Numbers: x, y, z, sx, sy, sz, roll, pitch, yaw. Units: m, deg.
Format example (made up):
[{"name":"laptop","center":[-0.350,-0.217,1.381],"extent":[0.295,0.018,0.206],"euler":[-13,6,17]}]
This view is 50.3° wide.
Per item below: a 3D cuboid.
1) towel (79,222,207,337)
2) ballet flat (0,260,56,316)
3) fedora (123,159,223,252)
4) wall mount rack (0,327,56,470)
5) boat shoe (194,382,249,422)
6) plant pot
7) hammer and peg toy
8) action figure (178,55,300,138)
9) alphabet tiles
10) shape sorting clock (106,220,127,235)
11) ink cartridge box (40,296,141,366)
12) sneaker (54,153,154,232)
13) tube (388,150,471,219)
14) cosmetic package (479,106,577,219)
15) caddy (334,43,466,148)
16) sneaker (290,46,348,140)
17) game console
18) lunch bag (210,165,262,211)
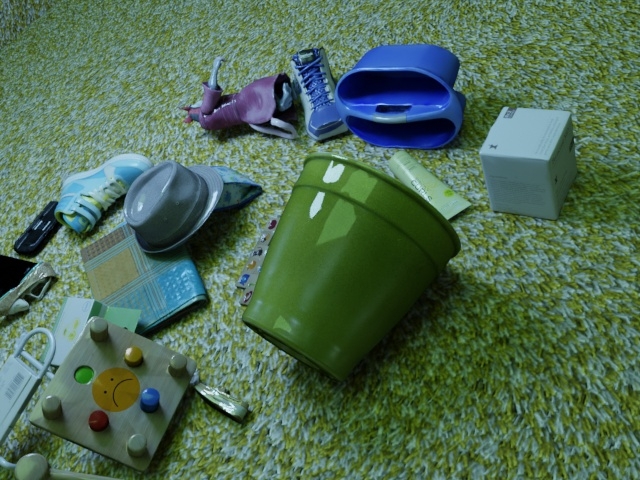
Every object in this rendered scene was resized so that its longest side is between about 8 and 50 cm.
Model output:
[{"name":"towel","center":[-0.456,0.087,1.730],"extent":[0.271,0.040,0.370],"euler":[-30,50,-4]},{"name":"ballet flat","center":[-0.798,0.145,1.841],"extent":[0.067,0.073,0.206],"euler":[38,70,4]},{"name":"fedora","center":[-0.391,-0.106,1.713],"extent":[0.275,0.124,0.244],"euler":[-47,49,-1]},{"name":"wall mount rack","center":[-0.691,0.348,1.532],"extent":[0.304,0.130,0.350],"euler":[25,81,35]},{"name":"boat shoe","center":[-0.204,0.329,1.416],"extent":[0.135,0.050,0.045],"euler":[26,60,28]},{"name":"plant pot","center":[0.032,0.074,1.357],"extent":[0.366,0.366,0.353],"euler":[22,73,37]},{"name":"hammer and peg toy","center":[-0.431,0.355,1.376],"extent":[0.266,0.127,0.361],"euler":[24,56,-3]},{"name":"action figure","center":[-0.241,-0.379,2.021],"extent":[0.370,0.248,0.275],"euler":[-12,73,13]},{"name":"alphabet tiles","center":[-0.099,0.054,1.605],"extent":[0.198,0.009,0.237],"euler":[8,64,40]},{"name":"shape sorting clock","center":[-0.522,0.010,1.857],"extent":[0.206,0.040,0.206],"euler":[-13,45,14]},{"name":"ink cartridge box","center":[-0.545,0.226,1.611],"extent":[0.235,0.056,0.171],"euler":[0,66,36]},{"name":"sneaker","center":[-0.628,-0.122,1.971],"extent":[0.319,0.127,0.208],"euler":[-19,42,22]},{"name":"tube","center":[0.251,-0.130,1.622],"extent":[0.240,0.062,0.070],"euler":[53,123,40]},{"name":"cosmetic package","center":[0.451,-0.167,1.471],"extent":[0.151,0.183,0.151],"euler":[12,56,33]},{"name":"caddy","center":[0.204,-0.351,1.718],"extent":[0.341,0.241,0.179],"euler":[7,47,30]},{"name":"sneaker","center":[-0.019,-0.437,1.937],"extent":[0.127,0.182,0.315],"euler":[-19,45,9]},{"name":"game console","center":[-0.856,0.023,1.998],"extent":[0.213,0.044,0.361],"euler":[10,55,29]},{"name":"lunch bag","center":[-0.253,-0.146,1.841],"extent":[0.151,0.096,0.129],"euler":[-17,36,-34]}]
